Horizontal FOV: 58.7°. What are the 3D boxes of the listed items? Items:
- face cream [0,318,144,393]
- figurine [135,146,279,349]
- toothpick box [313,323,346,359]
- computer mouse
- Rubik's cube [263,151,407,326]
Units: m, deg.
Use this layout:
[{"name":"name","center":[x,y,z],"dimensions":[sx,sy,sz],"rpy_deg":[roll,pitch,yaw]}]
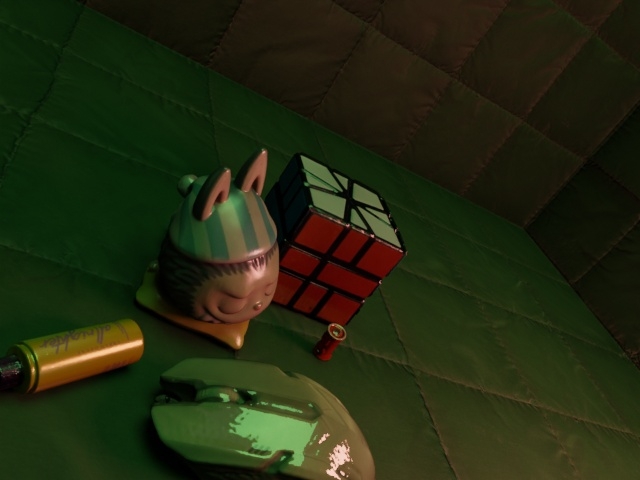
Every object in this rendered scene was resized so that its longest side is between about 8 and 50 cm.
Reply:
[{"name":"face cream","center":[-0.398,0.179,0.852],"dimensions":[0.078,0.078,0.273],"rpy_deg":[47,28,23]},{"name":"figurine","center":[-0.175,-0.034,1.150],"dimensions":[0.266,0.378,0.361],"rpy_deg":[21,30,-28]},{"name":"toothpick box","center":[0.019,0.228,1.271],"dimensions":[0.047,0.083,0.047],"rpy_deg":[20,36,-15]},{"name":"computer mouse","center":[-0.067,0.315,0.952],"dimensions":[0.428,0.145,0.228],"rpy_deg":[27,29,-17]},{"name":"Rubik's cube","center":[0.000,0.000,1.411],"dimensions":[0.293,0.283,0.288],"rpy_deg":[28,25,-23]}]
